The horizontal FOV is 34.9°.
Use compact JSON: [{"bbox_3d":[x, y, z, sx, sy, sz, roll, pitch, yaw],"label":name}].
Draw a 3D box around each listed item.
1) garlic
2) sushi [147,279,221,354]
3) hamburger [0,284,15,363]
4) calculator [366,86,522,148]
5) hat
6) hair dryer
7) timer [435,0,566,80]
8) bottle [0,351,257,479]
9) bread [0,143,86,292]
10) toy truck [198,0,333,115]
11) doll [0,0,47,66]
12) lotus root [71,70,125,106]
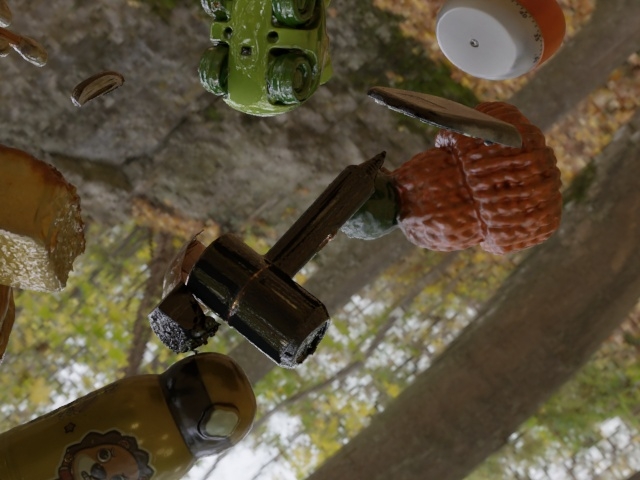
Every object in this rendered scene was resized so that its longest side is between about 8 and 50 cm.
[{"bbox_3d":[-0.202,0.062,1.609,0.099,0.124,0.174,47,-160,-17],"label":"garlic"},{"bbox_3d":[-0.188,0.114,1.370,0.085,0.083,0.056,43,-131,-7],"label":"sushi"},{"bbox_3d":[-0.544,0.099,1.265,0.304,0.174,0.284,14,-118,-5],"label":"hamburger"},{"bbox_3d":[0.190,-0.192,1.577,0.268,0.040,0.177,2,-159,-45],"label":"calculator"},{"bbox_3d":[0.234,-0.078,1.870,0.285,0.400,0.285,159,90,-77],"label":"hat"},{"bbox_3d":[0.000,0.000,1.414,0.189,0.352,0.107,37,158,15],"label":"hair dryer"},{"bbox_3d":[0.196,-0.229,1.065,0.099,0.136,0.136,84,165,-44],"label":"timer"},{"bbox_3d":[-0.257,0.270,1.399,0.171,0.351,0.171,63,176,7],"label":"bottle"},{"bbox_3d":[-0.405,-0.038,1.108,0.275,0.114,0.185,14,157,0],"label":"bread"},{"bbox_3d":[-0.049,-0.263,1.261,0.210,0.148,0.187,-40,-47,-50],"label":"toy truck"},{"bbox_3d":[-0.467,-0.288,1.287,0.217,0.085,0.183,0,-137,-52],"label":"doll"},{"bbox_3d":[-0.335,-0.231,1.518,0.037,0.083,0.030,28,144,54],"label":"lotus root"}]
